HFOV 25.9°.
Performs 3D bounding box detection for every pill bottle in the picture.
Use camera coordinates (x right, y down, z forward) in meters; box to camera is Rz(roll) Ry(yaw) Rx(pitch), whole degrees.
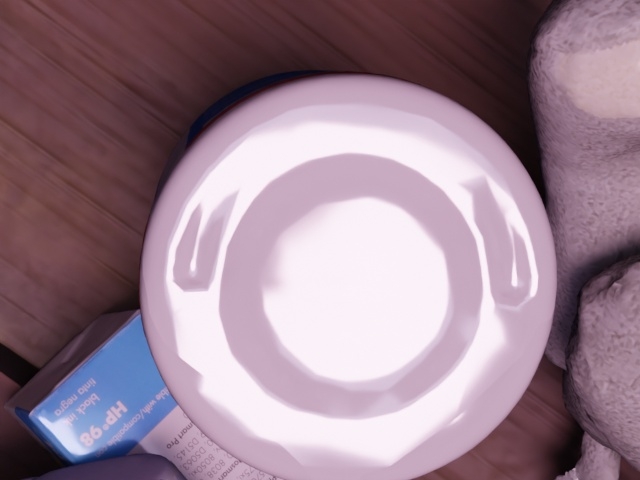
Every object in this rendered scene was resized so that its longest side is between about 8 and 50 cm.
[{"bbox_3d":[0.000,0.000,0.500,0.124,0.221,0.124,-1,98,-5],"label":"pill bottle"}]

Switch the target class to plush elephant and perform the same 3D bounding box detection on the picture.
[{"bbox_3d":[0.221,0.053,0.499,0.255,0.272,0.330,22,116,32],"label":"plush elephant"}]

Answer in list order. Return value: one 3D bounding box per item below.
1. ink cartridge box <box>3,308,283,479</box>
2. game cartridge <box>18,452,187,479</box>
[{"bbox_3d":[-0.042,0.113,0.565,0.060,0.104,0.180,-44,99,-16],"label":"ink cartridge box"},{"bbox_3d":[-0.118,0.201,0.541,0.297,0.062,0.198,-32,98,29],"label":"game cartridge"}]
